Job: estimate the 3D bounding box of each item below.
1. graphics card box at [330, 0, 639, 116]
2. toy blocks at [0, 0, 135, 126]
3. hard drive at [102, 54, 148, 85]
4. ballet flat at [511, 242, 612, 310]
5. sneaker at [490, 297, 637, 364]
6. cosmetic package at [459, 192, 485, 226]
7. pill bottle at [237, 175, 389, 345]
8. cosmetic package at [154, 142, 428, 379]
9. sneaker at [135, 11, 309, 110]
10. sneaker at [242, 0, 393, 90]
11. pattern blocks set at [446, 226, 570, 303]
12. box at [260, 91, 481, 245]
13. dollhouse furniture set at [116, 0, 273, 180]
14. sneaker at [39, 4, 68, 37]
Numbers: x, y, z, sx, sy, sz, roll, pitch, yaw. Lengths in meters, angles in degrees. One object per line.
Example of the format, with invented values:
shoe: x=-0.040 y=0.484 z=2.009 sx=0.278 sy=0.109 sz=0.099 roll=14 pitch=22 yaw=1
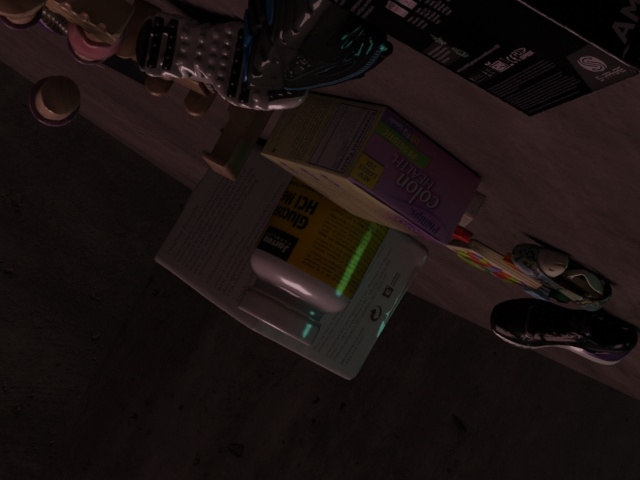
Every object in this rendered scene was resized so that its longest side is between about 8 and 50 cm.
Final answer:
graphics card box: x=0.053 y=-0.228 z=0.837 sx=0.371 sy=0.094 sz=0.233 roll=30 pitch=174 yaw=-5
toy blocks: x=-0.355 y=-0.274 z=1.299 sx=0.289 sy=0.309 sz=0.260 roll=31 pitch=168 yaw=-17
hard drive: x=-0.364 y=-0.345 z=2.056 sx=0.172 sy=0.054 sz=0.254 roll=28 pitch=175 yaw=3
ballet flat: x=0.407 y=0.052 z=1.924 sx=0.188 sy=0.070 sz=0.070 roll=28 pitch=175 yaw=-17
sneaker: x=0.479 y=0.161 z=2.268 sx=0.283 sy=0.107 sz=0.124 roll=11 pitch=162 yaw=-1
cosmetic package: x=0.222 y=-0.057 z=1.857 sx=0.060 sy=0.041 sz=0.115 roll=29 pitch=175 yaw=1
pill bottle: x=0.000 y=0.000 z=1.957 sx=0.188 sy=0.334 sz=0.188 roll=28 pitch=174 yaw=3
cosmetic package: x=-0.063 y=0.028 z=2.422 sx=0.327 sy=0.329 sz=0.394 roll=32 pitch=180 yaw=-43
sneaker: x=-0.118 y=-0.246 z=1.592 sx=0.292 sy=0.110 sz=0.118 roll=24 pitch=-169 yaw=35
sneaker: x=0.009 y=-0.228 z=1.124 sx=0.140 sy=0.125 sz=0.341 roll=1 pitch=176 yaw=-10
pattern blocks set: x=0.342 y=0.045 z=2.302 sx=0.325 sy=0.026 sz=0.285 roll=28 pitch=175 yaw=-4
box: x=0.071 y=-0.111 z=1.718 sx=0.214 sy=0.117 sz=0.243 roll=32 pitch=174 yaw=-34
dollhouse furniture set: x=-0.206 y=-0.226 z=1.806 sx=0.242 sy=0.161 sz=0.212 roll=28 pitch=175 yaw=8
sneaker: x=-0.428 y=-0.380 z=1.797 sx=0.146 sy=0.102 sz=0.293 roll=28 pitch=175 yaw=15
